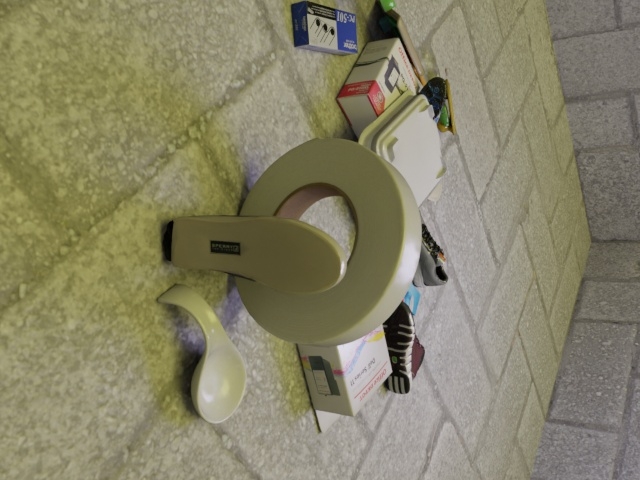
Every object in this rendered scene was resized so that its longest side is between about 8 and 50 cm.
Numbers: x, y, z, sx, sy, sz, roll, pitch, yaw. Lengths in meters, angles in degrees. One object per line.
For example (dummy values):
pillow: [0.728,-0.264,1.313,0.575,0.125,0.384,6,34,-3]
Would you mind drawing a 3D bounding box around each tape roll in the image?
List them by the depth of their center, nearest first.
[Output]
tape roll: [0.000,0.000,1.153,0.072,0.392,0.392,20,74,-52]

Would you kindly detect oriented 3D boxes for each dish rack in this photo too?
dish rack: [0.228,-0.206,1.581,0.333,0.072,0.285,-48,127,-42]

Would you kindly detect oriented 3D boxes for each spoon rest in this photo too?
spoon rest: [-0.203,0.210,1.127,0.137,0.084,0.276,-44,123,-45]

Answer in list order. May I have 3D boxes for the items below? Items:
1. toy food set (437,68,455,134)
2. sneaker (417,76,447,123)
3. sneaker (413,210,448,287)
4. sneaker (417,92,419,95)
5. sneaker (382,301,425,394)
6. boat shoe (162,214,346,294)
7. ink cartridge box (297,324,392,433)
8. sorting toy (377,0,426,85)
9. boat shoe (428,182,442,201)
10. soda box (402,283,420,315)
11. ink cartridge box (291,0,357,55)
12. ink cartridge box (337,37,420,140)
toy food set: [0.382,-0.439,1.975,0.128,0.071,0.218,-68,148,-66]
sneaker: [0.295,-0.357,1.726,0.081,0.080,0.211,-65,173,-59]
sneaker: [0.312,0.018,1.832,0.100,0.108,0.271,-45,124,-43]
sneaker: [0.264,-0.347,1.817,0.089,0.051,0.170,46,58,-45]
sneaker: [0.234,0.276,1.743,0.162,0.106,0.281,-34,127,-55]
boat shoe: [-0.092,0.007,1.080,0.158,0.341,0.127,-16,114,-64]
ink cartridge box: [0.061,0.266,1.465,0.207,0.119,0.353,-35,118,-49]
sorting toy: [0.209,-0.551,1.692,0.347,0.047,0.196,54,11,-39]
boat shoe: [0.243,-0.194,1.743,0.324,0.097,0.116,26,69,-52]
soda box: [0.201,0.129,1.709,0.210,0.067,0.071,47,54,-43]
ink cartridge box: [0.014,-0.497,1.465,0.207,0.046,0.097,-15,103,-54]
ink cartridge box: [0.157,-0.386,1.618,0.172,0.100,0.237,56,48,-39]
